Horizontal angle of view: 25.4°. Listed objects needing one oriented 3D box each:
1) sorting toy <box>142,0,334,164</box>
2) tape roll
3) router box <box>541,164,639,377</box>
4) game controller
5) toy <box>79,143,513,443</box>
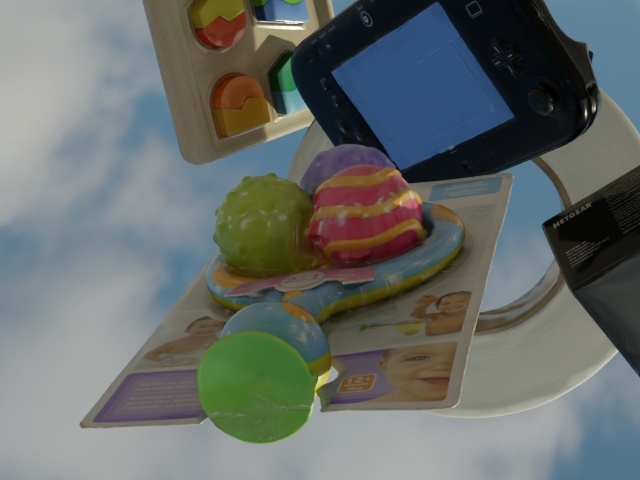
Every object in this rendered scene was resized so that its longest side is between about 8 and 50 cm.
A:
[{"bbox_3d":[-0.067,-0.196,1.463,0.208,0.193,0.038,-22,-162,-30],"label":"sorting toy"},{"bbox_3d":[0.151,-0.013,1.438,0.392,0.391,0.072,3,-166,4],"label":"tape roll"},{"bbox_3d":[0.358,0.003,1.052,0.309,0.243,0.081,-31,-142,15],"label":"router box"},{"bbox_3d":[0.082,-0.119,1.081,0.067,0.166,0.319,-48,-169,-26],"label":"game controller"},{"bbox_3d":[0.000,0.000,0.584,0.137,0.056,0.237,-6,-157,15],"label":"toy"}]
